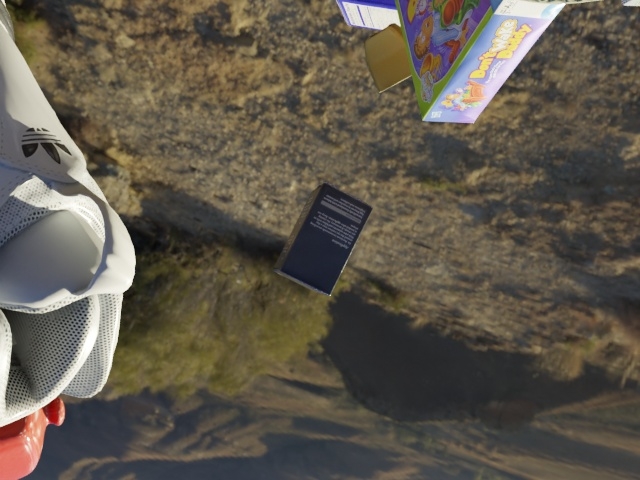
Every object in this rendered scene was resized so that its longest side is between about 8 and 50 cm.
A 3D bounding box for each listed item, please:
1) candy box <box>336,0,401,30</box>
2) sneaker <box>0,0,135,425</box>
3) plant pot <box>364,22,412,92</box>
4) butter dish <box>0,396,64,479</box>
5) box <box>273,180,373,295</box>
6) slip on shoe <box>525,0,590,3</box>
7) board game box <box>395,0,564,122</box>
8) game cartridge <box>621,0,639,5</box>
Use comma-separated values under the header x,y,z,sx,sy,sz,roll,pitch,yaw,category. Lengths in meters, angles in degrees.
x,y,z,sx,sy,sz,roll,pitch,yaw,category
0.213,-0.482,1.217,0.317,0.268,0.122,14,172,13,candy box
-0.246,0.042,0.378,0.210,0.366,0.137,51,-158,11,sneaker
0.114,-0.299,1.158,0.081,0.081,0.083,-25,104,23,plant pot
-0.362,0.209,0.845,0.118,0.160,0.160,-7,141,-20,butter dish
0.000,0.000,1.186,0.093,0.158,0.156,27,175,-6,box
0.232,-0.265,0.571,0.331,0.101,0.123,6,160,33,slip on shoe
0.176,-0.360,0.923,0.078,0.347,0.233,0,154,-17,board game box
0.591,-0.438,1.293,0.083,0.017,0.056,-6,170,-19,game cartridge
